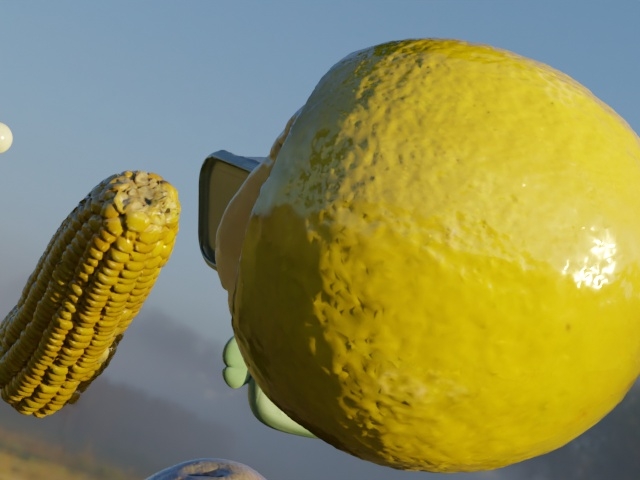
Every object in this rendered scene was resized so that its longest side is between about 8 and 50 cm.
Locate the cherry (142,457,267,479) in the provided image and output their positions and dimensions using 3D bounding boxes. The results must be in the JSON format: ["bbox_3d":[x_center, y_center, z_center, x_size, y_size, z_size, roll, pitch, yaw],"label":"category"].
[{"bbox_3d":[-0.111,0.315,1.395,0.266,0.213,0.183,-8,6,6],"label":"cherry"}]

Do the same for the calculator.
[{"bbox_3d":[-0.005,0.111,1.179,0.153,0.095,0.021,13,-2,-12],"label":"calculator"}]

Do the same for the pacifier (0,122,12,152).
[{"bbox_3d":[-0.299,-0.080,1.271,0.078,0.081,0.099,-21,-9,-46],"label":"pacifier"}]

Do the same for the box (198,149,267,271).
[{"bbox_3d":[0.005,-0.018,1.493,0.178,0.138,0.274,-4,15,-28],"label":"box"}]

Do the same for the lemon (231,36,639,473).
[{"bbox_3d":[0.085,0.015,0.806,0.219,0.240,0.240,20,-9,16],"label":"lemon"}]

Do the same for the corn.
[{"bbox_3d":[-0.198,0.048,1.211,0.102,0.102,0.313,19,-40,-15],"label":"corn"}]

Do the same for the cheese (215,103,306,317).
[{"bbox_3d":[0.001,0.000,1.235,0.093,0.159,0.263,-19,-19,-38],"label":"cheese"}]
